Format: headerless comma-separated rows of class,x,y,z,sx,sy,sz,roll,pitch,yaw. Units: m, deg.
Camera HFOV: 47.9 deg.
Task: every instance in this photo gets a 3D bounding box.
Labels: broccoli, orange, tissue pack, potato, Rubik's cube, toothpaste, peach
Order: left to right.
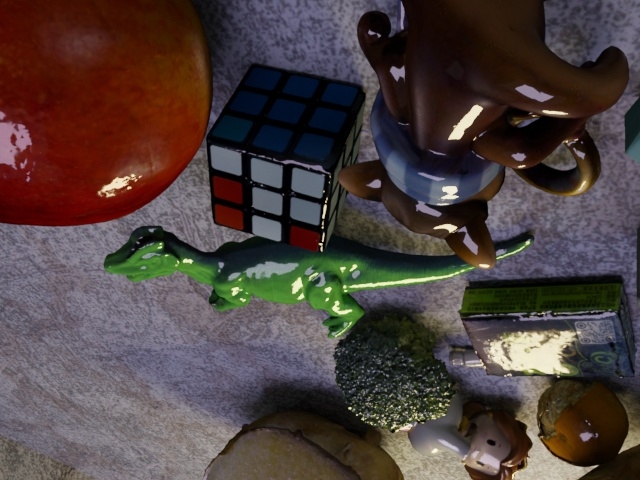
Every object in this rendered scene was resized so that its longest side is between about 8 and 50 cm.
peach,-0.326,-0.182,0.807,0.388,0.388,0.388,13,141,11
Rubik's cube,-0.043,-0.107,0.930,0.162,0.160,0.163,16,141,8
potato,-0.012,0.550,1.605,0.442,0.319,0.385,12,101,25
broccoli,0.119,0.231,1.248,0.176,0.198,0.226,-14,171,-7
toothpaste,0.316,0.202,1.230,0.190,0.031,0.048,-3,132,23
tissue pack,0.350,0.139,1.103,0.235,0.073,0.173,-5,134,31
orange,0.443,0.305,1.219,0.156,0.134,0.156,19,115,47

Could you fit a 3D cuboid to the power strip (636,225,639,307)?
power strip,0.472,0.041,0.879,0.139,0.140,0.224,-19,125,40

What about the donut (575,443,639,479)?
donut,0.571,0.433,1.094,0.449,0.449,0.198,-21,85,41

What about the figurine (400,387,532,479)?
figurine,0.273,0.358,1.336,0.263,0.189,0.142,24,107,-2

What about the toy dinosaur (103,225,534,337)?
toy dinosaur,0.000,0.000,1.009,0.500,0.144,0.374,-22,147,27

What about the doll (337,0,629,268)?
doll,0.161,-0.143,0.761,0.318,0.209,0.339,19,144,10

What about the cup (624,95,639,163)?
cup,0.407,-0.164,0.673,0.148,0.134,0.235,42,141,20
